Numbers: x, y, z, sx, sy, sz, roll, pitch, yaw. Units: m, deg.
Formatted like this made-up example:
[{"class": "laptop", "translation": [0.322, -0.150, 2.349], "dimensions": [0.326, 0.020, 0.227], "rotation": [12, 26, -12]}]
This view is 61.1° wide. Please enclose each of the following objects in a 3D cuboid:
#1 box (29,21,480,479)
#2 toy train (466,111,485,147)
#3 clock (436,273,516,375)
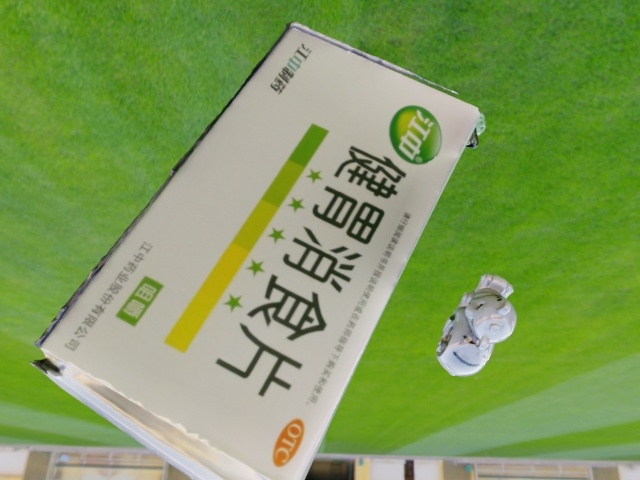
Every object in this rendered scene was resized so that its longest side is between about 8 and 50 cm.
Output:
[{"class": "box", "translation": [-0.027, 0.014, 0.416], "dimensions": [0.173, 0.333, 0.145], "rotation": [26, 154, 9]}, {"class": "toy train", "translation": [0.205, -0.209, 0.984], "dimensions": [0.200, 0.132, 0.083], "rotation": [23, 139, 46]}, {"class": "clock", "translation": [0.246, 0.149, 0.859], "dimensions": [0.080, 0.117, 0.176], "rotation": [27, 112, 4]}]
